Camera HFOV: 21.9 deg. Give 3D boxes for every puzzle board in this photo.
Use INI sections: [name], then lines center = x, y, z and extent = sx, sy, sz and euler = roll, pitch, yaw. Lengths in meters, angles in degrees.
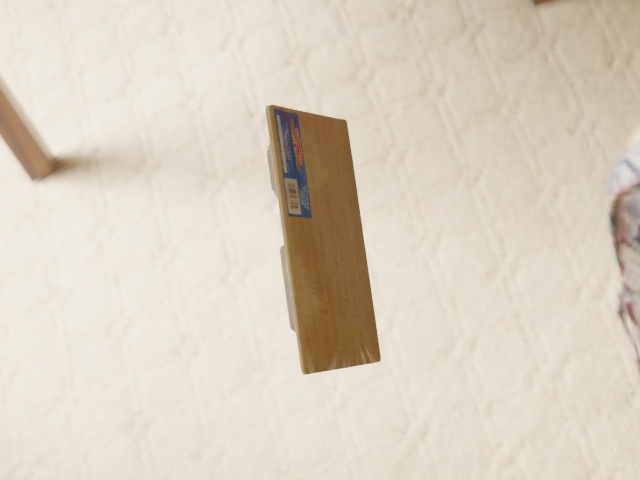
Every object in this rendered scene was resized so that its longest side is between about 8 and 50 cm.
[puzzle board]
center = 0.000, 0.000, 0.814
extent = 0.011, 0.096, 0.128
euler = -10, 86, 23
